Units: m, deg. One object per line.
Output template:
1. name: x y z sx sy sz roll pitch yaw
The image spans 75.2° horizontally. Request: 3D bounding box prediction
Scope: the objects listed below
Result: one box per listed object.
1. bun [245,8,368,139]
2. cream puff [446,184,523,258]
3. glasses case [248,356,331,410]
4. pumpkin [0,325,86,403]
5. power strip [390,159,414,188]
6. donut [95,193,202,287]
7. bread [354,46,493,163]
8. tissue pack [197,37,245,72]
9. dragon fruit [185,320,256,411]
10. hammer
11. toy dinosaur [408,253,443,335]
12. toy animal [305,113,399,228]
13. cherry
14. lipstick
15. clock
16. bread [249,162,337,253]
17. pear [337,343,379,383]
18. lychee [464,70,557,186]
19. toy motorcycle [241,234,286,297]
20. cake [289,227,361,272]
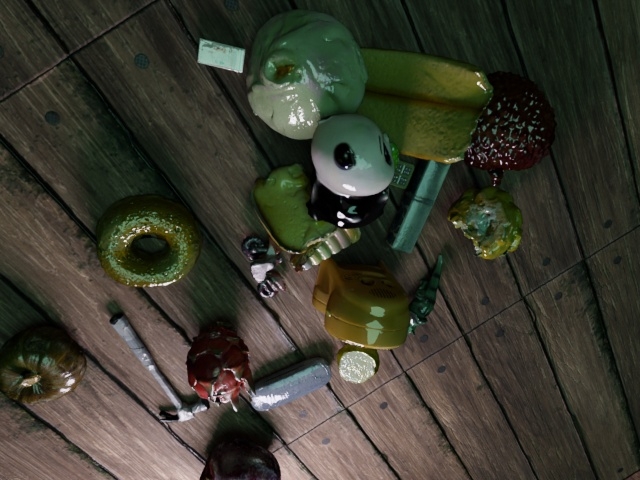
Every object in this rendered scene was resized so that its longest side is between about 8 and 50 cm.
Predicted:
1. bun: -0.044 -0.373 0.942 0.293 0.187 0.293 3 111 7
2. cream puff: 0.500 -0.059 1.227 0.195 0.221 0.195 -26 159 -11
3. glasses case: -0.098 0.471 1.358 0.282 0.067 0.109 -23 117 -5
4. pumpkin: -0.749 0.338 1.109 0.219 0.162 0.219 -3 110 -7
5. power strip: 0.183 -0.203 1.181 0.169 0.028 0.076 14 108 -17
6. donut: -0.446 0.014 1.082 0.272 0.107 0.272 -6 113 -14
7. bread: 0.187 -0.319 0.957 0.245 0.361 0.233 3 111 -16
8. tissue pack: -0.237 -0.442 0.994 0.108 0.023 0.056 9 109 -16
9. dragon fruit: -0.288 0.369 1.199 0.192 0.193 0.274 -7 91 34
10. hammer: -0.493 0.387 1.252 0.152 0.044 0.427 -22 113 -3
11. toy dinosaur: 0.329 0.187 1.346 0.079 0.120 0.292 28 79 -10
12. toy animal: 0.079 -0.165 0.960 0.212 0.212 0.267 -5 146 -11
13. cherry: -0.273 0.784 1.357 0.296 0.218 0.255 17 100 -24
14. lipstick: 0.280 -0.103 1.214 0.076 0.077 0.289 14 108 -18
15. clock: 0.118 0.175 1.160 0.244 0.317 0.200 4 103 -14
16. bread: -0.070 -0.071 1.123 0.174 0.133 0.251 -31 70 -6
17. pear: 0.123 0.386 1.358 0.141 0.104 0.141 3 104 11
18. lychee: 0.470 -0.285 1.088 0.264 0.264 0.300 -11 109 -9
19. toy motorcycle: -0.144 0.071 1.185 0.118 0.084 0.212 -18 121 -7
20. cake: 0.015 0.013 1.182 0.225 0.109 0.090 -46 114 6
